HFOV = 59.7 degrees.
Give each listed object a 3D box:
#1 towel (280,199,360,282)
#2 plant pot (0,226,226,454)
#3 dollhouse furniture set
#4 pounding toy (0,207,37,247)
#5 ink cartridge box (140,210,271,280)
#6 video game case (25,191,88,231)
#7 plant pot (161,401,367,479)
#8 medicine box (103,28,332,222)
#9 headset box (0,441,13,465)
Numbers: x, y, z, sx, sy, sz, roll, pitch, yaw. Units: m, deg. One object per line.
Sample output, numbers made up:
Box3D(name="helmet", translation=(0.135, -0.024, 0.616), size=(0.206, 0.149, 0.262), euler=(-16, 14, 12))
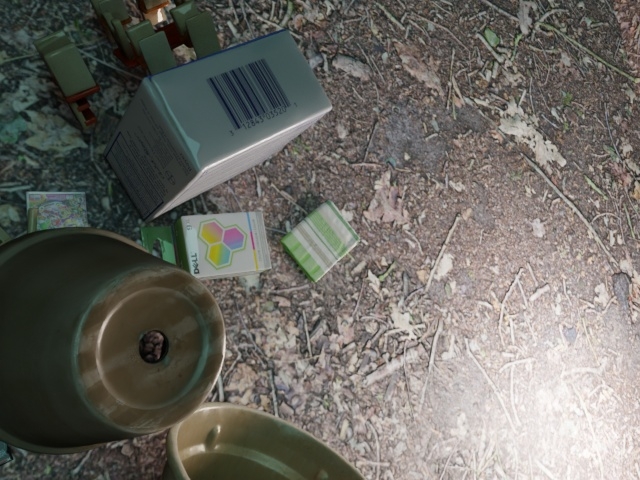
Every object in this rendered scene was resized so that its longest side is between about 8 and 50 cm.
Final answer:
Box3D(name="towel", translation=(0.000, 0.000, 1.131), size=(0.152, 0.023, 0.113), euler=(-42, 97, -31))
Box3D(name="plant pot", translation=(-0.280, 0.129, 0.724), size=(0.323, 0.280, 0.323), euler=(6, 81, -42))
Box3D(name="dollhouse furniture set", translation=(-0.311, -0.308, 0.919), size=(0.259, 0.262, 0.135), euler=(-32, 138, -16))
Box3D(name="pounding toy", translation=(-0.492, 0.012, 0.792), size=(0.206, 0.094, 0.181), euler=(55, 53, -25))
Box3D(name="ink cartridge box", translation=(-0.198, 0.013, 0.980), size=(0.209, 0.062, 0.108), euler=(-5, 79, -32))
Box3D(name="video game case", translation=(-0.417, -0.019, 0.888), size=(0.087, 0.011, 0.122), euler=(-3, 78, -32))
Box3D(name="plant pot", translation=(-0.110, 0.438, 0.726), size=(0.334, 0.334, 0.305), euler=(26, 94, -22))
Box3D(name="medicine box", translation=(-0.177, -0.179, 0.912), size=(0.263, 0.289, 0.149), euler=(-34, 97, -34))
Box3D(name="headset box", translation=(-0.467, 0.276, 0.760), size=(0.062, 0.032, 0.083), euler=(-23, 88, -34))
